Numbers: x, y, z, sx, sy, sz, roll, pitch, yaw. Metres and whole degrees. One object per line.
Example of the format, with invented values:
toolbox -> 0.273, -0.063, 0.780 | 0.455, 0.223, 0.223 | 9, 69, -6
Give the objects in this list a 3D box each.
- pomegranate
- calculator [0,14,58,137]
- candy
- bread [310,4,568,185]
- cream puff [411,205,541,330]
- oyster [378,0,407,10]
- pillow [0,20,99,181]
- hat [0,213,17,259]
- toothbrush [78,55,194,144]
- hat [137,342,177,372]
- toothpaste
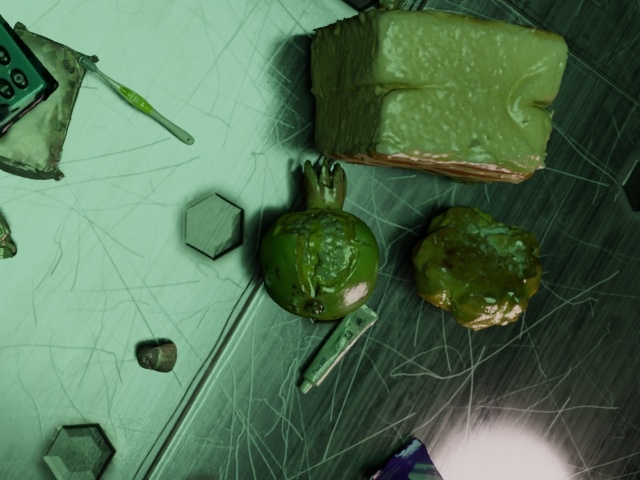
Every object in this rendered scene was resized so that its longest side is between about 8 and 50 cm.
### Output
pomegranate -> 0.000, 0.000, 1.814 | 0.236, 0.236, 0.302 | 9, 68, -19
calculator -> -0.612, -0.266, 1.610 | 0.274, 0.058, 0.248 | -36, 91, -5
candy -> 0.221, 0.549, 2.021 | 0.145, 0.070, 0.275 | -41, 105, -18
bread -> 0.195, -0.256, 1.749 | 0.390, 0.371, 0.279 | 6, 91, -22
cream puff -> 0.308, 0.062, 1.941 | 0.282, 0.185, 0.282 | 6, 55, -9
oyster -> 0.137, -0.495, 1.877 | 0.086, 0.029, 0.132 | 30, 90, -13
pillow -> -0.498, -0.236, 1.691 | 0.169, 0.059, 0.255 | 18, 89, -18
hat -> -0.617, -0.015, 1.669 | 0.166, 0.081, 0.122 | -14, 132, -29
toothbrush -> -0.328, -0.249, 1.738 | 0.263, 0.026, 0.022 | 37, 88, -34
hat -> -0.312, 0.220, 1.824 | 0.087, 0.042, 0.058 | -6, 104, -52
toothpaste -> 0.030, 0.217, 1.932 | 0.064, 0.041, 0.218 | 41, 80, -12
